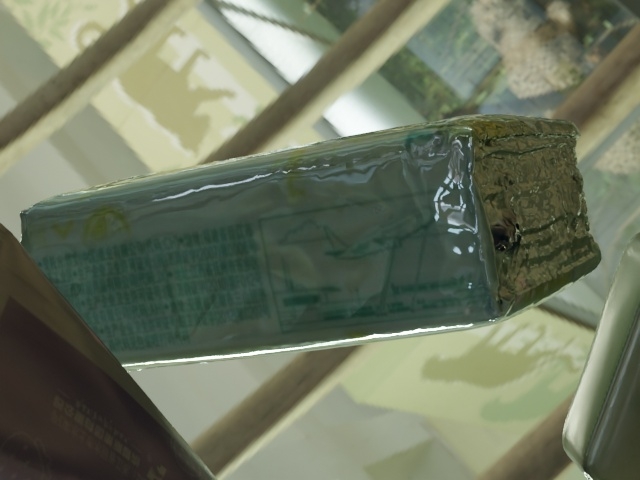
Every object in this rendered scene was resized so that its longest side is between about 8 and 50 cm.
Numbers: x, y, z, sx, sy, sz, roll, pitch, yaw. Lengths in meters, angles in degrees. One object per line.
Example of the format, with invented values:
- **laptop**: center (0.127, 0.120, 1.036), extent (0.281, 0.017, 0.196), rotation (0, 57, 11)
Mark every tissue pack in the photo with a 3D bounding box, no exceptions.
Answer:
- **tissue pack**: center (0.000, 0.000, 0.915), extent (0.287, 0.388, 0.162), rotation (-12, -87, -62)

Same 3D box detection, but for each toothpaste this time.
- **toothpaste**: center (-0.092, 0.150, 0.629), extent (0.125, 0.080, 0.371), rotation (-83, -26, -42)

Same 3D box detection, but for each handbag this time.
- **handbag**: center (0.350, 0.123, 1.014), extent (0.219, 0.256, 0.079), rotation (17, -172, -10)
